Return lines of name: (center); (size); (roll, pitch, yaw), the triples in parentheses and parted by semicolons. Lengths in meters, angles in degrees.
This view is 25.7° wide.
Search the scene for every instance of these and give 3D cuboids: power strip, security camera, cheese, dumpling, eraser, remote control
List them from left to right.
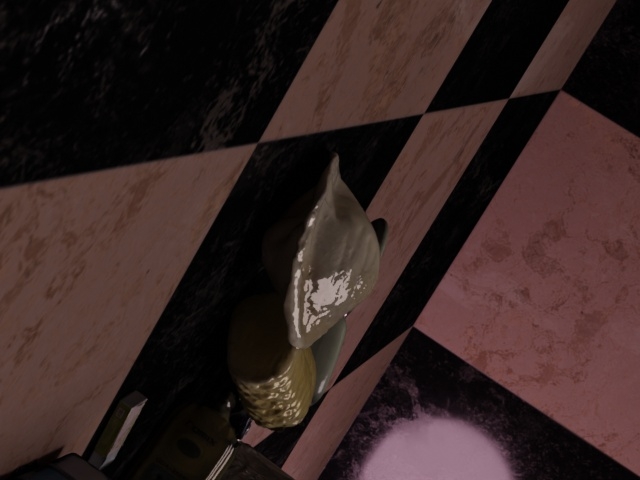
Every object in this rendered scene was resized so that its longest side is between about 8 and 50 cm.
eraser: (-0.209, 0.195, 1.442); (0.083, 0.019, 0.038); (-60, 170, 19)
power strip: (-0.214, 0.333, 1.625); (0.387, 0.092, 0.066); (-54, 172, -11)
cheese: (-0.061, 0.146, 1.665); (0.167, 0.094, 0.123); (76, 25, -61)
remote control: (-0.063, 0.129, 1.805); (0.265, 0.066, 0.090); (-60, -176, -2)
dumpling: (-0.001, 0.003, 1.542); (0.216, 0.126, 0.166); (-48, 151, -24)
security camera: (0.007, 0.092, 1.932); (0.301, 0.080, 0.157); (-65, -172, -21)

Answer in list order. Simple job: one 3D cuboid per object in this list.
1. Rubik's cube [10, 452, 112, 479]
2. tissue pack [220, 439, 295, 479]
Rubik's cube: (-0.234, 0.399, 1.215); (0.287, 0.293, 0.292); (-59, 170, 13)
tissue pack: (-0.181, 0.462, 1.875); (0.356, 0.194, 0.266); (-56, 170, 7)
